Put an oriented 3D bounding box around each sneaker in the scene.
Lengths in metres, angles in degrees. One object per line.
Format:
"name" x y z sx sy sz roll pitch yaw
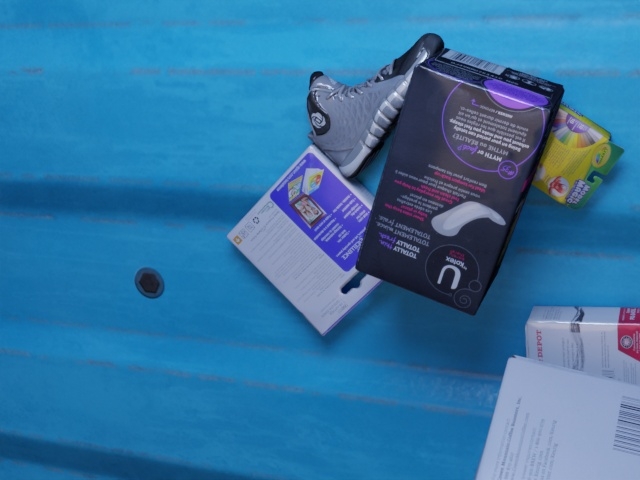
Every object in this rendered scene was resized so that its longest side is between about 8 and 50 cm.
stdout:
"sneaker" 0.052 -0.200 1.172 0.132 0.086 0.228 39 119 7

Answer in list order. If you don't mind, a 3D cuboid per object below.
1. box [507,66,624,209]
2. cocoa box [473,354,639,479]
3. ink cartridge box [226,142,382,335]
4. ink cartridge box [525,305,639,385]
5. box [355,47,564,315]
"box" 0.281 -0.127 1.132 0.179 0.043 0.105 36 118 9
"cocoa box" 0.300 0.363 1.103 0.232 0.347 0.228 11 145 18
"ink cartridge box" 0.000 0.000 1.287 0.208 0.045 0.206 46 118 2
"ink cartridge box" 0.354 0.146 1.191 0.151 0.063 0.109 0 109 22
"box" 0.168 -0.074 1.091 0.165 0.143 0.270 22 116 13
